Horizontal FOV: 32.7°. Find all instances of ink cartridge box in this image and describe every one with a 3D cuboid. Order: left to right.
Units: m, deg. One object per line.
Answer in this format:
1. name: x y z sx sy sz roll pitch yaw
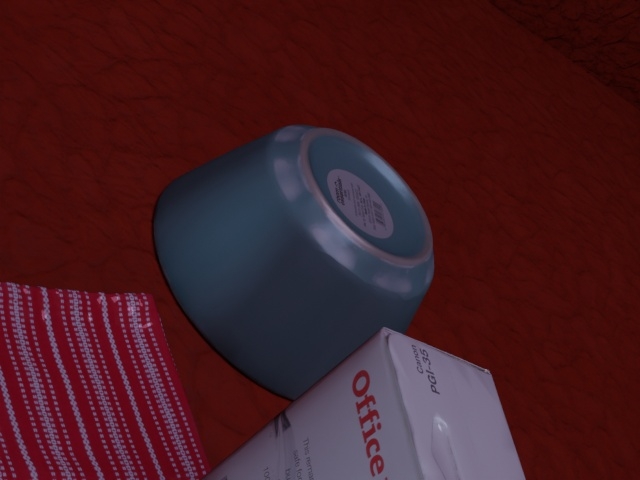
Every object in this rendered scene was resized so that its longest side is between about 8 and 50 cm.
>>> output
1. ink cartridge box: 0.013 0.229 0.757 0.117 0.283 0.207 24 37 -34

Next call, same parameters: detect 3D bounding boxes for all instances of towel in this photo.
1. towel: -0.215 0.112 0.863 0.275 0.031 0.199 11 46 -46

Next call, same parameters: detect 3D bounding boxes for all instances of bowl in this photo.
1. bowl: 0.000 0.000 1.140 0.311 0.163 0.311 33 32 -24
